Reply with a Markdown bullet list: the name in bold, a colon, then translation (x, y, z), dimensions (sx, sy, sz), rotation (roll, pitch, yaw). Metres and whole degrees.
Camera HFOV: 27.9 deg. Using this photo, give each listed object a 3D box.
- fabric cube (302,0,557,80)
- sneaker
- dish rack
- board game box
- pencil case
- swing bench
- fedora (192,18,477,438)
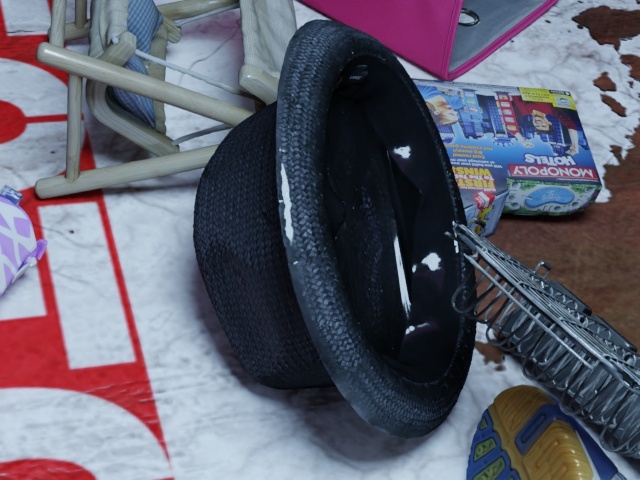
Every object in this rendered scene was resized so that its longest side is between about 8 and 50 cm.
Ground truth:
- **fabric cube**: translation (0.122, -0.374, 1.400), dimensions (0.258, 0.259, 0.254), rotation (31, 47, 23)
- **sneaker**: translation (0.209, 0.227, 0.917), dimensions (0.131, 0.112, 0.296), rotation (18, 29, -34)
- **dish rack**: translation (0.188, 0.085, 0.946), dimensions (0.208, 0.074, 0.271), rotation (42, 8, 30)
- **board game box**: translation (0.159, -0.069, 1.229), dimensions (0.194, 0.060, 0.194), rotation (4, 45, -8)
- **pencil case**: translation (-0.289, 0.050, 0.996), dimensions (0.088, 0.086, 0.206), rotation (35, 43, -13)
- **swing bench**: translation (-0.130, -0.174, 1.202), dimensions (0.255, 0.165, 0.253), rotation (2, 43, -11)
- **fedora**: translation (0.000, 0.000, 1.027), dimensions (0.152, 0.334, 0.334), rotation (-16, 34, 29)
